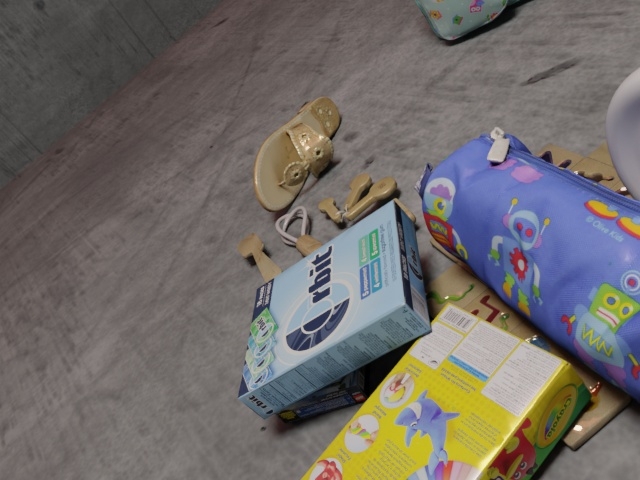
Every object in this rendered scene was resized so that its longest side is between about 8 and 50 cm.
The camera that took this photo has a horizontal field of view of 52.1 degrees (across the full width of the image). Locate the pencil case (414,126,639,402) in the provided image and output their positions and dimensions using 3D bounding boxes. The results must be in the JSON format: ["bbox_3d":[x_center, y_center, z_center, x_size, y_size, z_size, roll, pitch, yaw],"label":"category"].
[{"bbox_3d":[0.193,0.008,0.487,0.119,0.133,0.306,-17,29,-15],"label":"pencil case"}]

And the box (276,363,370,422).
[{"bbox_3d":[0.005,0.109,0.656,0.094,0.027,0.137,-21,35,23],"label":"box"}]

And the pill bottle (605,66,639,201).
[{"bbox_3d":[0.357,-0.120,0.476,0.264,0.153,0.153,-33,30,-13],"label":"pill bottle"}]

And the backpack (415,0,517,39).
[{"bbox_3d":[0.225,-0.408,0.978,0.188,0.166,0.144,-25,36,26],"label":"backpack"}]

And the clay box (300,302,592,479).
[{"bbox_3d":[0.078,0.162,0.486,0.222,0.053,0.127,-49,32,-9],"label":"clay box"}]

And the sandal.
[{"bbox_3d":[-0.013,-0.142,0.941,0.079,0.088,0.240,-16,32,40],"label":"sandal"}]

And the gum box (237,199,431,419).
[{"bbox_3d":[0.010,0.063,0.619,0.184,0.041,0.157,-33,28,22],"label":"gum box"}]

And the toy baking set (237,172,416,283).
[{"bbox_3d":[0.000,0.004,0.801,0.256,0.030,0.197,-23,31,21],"label":"toy baking set"}]

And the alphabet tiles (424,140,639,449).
[{"bbox_3d":[0.245,0.015,0.561,0.285,0.011,0.342,-39,32,-3],"label":"alphabet tiles"}]
